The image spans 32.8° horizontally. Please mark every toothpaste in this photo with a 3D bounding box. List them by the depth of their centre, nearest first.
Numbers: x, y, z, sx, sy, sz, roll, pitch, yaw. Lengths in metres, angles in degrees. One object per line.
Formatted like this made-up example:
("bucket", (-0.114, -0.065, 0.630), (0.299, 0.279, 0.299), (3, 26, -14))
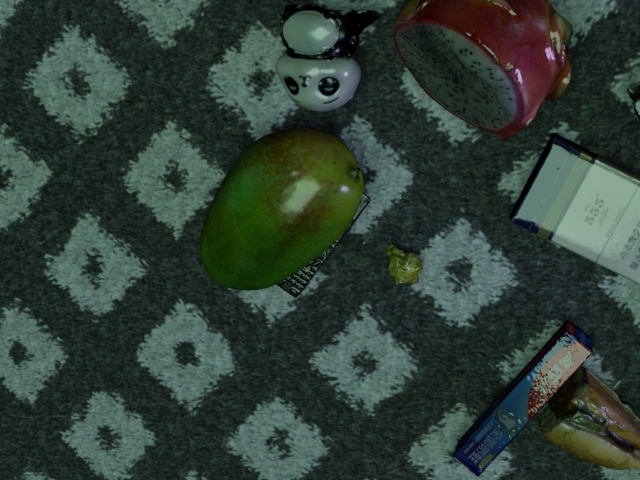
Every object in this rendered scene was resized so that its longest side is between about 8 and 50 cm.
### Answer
("toothpaste", (0.364, 0.285, 1.956), (0.066, 0.076, 0.320), (38, 108, 4))

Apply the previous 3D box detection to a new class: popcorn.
("popcorn", (0.147, 0.045, 1.951), (0.083, 0.068, 0.059), (44, 131, 24))

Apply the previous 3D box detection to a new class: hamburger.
("hamburger", (0.489, 0.347, 1.914), (0.207, 0.155, 0.135), (41, 114, -8))

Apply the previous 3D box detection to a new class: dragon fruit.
("dragon fruit", (0.276, -0.314, 1.728), (0.290, 0.290, 0.189), (42, 79, -1))

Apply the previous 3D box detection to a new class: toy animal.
("toy animal", (0.009, -0.307, 1.844), (0.166, 0.138, 0.179), (12, 103, 26))

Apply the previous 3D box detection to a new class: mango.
("mango", (-0.085, -0.050, 1.906), (0.382, 0.201, 0.225), (-39, 89, 34))

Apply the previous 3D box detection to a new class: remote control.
("remote control", (0.000, 0.000, 1.987), (0.063, 0.025, 0.245), (37, 109, 0))

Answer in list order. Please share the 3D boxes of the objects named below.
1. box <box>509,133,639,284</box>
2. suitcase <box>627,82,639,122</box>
("box", (0.471, -0.052, 1.845), (0.259, 0.071, 0.168), (28, 109, 5))
("suitcase", (0.643, -0.146, 1.698), (0.152, 0.229, 0.335), (-42, 92, 19))
